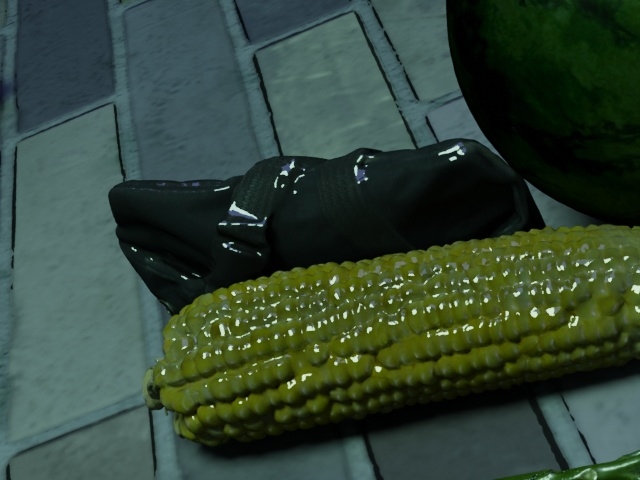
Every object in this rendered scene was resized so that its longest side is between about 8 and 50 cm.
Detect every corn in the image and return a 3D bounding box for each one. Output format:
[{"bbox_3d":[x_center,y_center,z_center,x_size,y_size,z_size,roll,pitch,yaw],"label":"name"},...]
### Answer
[{"bbox_3d":[0.044,0.045,0.794,0.288,0.086,0.086,-12,34,14],"label":"corn"}]

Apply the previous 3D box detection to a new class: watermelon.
[{"bbox_3d":[0.184,-0.122,0.805,0.242,0.242,0.242,-17,32,11],"label":"watermelon"}]

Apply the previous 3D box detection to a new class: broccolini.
[{"bbox_3d":[0.136,0.098,0.699,0.140,0.035,0.030,-14,29,18],"label":"broccolini"}]

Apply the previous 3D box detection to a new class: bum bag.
[{"bbox_3d":[0.000,0.000,0.855,0.248,0.123,0.060,-13,50,23],"label":"bum bag"}]
